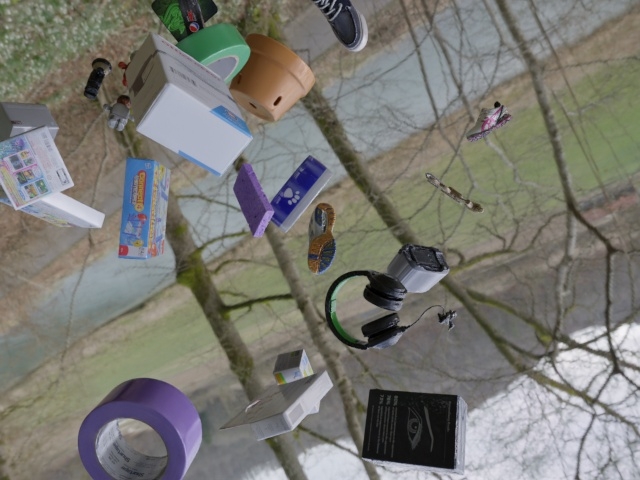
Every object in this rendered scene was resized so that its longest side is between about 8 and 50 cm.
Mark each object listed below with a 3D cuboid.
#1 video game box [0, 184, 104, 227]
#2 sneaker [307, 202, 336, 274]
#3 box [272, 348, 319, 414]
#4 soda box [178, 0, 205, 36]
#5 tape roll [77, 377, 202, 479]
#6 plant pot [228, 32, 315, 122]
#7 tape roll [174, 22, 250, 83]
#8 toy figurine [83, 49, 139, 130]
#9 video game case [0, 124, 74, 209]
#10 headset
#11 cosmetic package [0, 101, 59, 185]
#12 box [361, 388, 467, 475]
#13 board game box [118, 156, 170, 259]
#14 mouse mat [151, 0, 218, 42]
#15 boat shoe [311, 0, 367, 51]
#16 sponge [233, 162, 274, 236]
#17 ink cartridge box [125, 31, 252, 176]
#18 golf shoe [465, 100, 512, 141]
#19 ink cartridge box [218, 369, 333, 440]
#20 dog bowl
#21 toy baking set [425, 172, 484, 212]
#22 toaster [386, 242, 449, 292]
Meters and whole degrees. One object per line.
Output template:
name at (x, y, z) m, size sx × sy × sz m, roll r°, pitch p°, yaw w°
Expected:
video game box at (-0.716, -0.090, 1.483) m, size 0.186 × 0.048 × 0.205 m, roll 0°, pitch 160°, yaw 29°
sneaker at (0.000, 0.000, 2.281) m, size 0.111 × 0.297 × 0.131 m, roll 13°, pitch 164°, yaw -14°
box at (-0.080, 0.510, 1.988) m, size 0.103 × 0.203 × 0.114 m, roll -15°, pitch -160°, yaw 12°
soda box at (-0.396, -0.687, 1.741) m, size 0.060 × 0.169 × 0.053 m, roll -15°, pitch -177°, yaw 0°
tape roll at (-0.303, 0.336, 0.945) m, size 0.188 × 0.189 × 0.080 m, roll -25°, pitch -170°, yaw 13°
plant pot at (-0.195, -0.564, 2.003) m, size 0.204 × 0.290 × 0.291 m, roll -59°, pitch 178°, yaw -6°
tape roll at (-0.348, -0.477, 1.575) m, size 0.321 × 0.077 × 0.321 m, roll -35°, pitch -177°, yaw 2°
toy figurine at (-0.588, -0.459, 1.708) m, size 0.212 × 0.148 × 0.210 m, roll -9°, pitch 142°, yaw 14°
video game case at (-0.672, -0.168, 1.292) m, size 0.143 × 0.157 × 0.019 m, roll -30°, pitch -143°, yaw -26°
headset at (0.209, 0.215, 1.720) m, size 0.393 × 0.244 × 0.185 m, roll 3°, pitch -177°, yaw 29°
cosmetic package at (-0.829, -0.259, 1.533) m, size 0.127 × 0.107 × 0.238 m, roll -10°, pitch 146°, yaw -52°
box at (0.208, 0.417, 1.219) m, size 0.206 × 0.153 × 0.108 m, roll -1°, pitch 152°, yaw 24°
board game box at (-0.569, -0.100, 1.824) m, size 0.086 × 0.309 × 0.302 m, roll 5°, pitch -178°, yaw -7°
mouse mat at (-0.449, -0.768, 1.843) m, size 0.189 × 0.153 × 0.007 m, roll -30°, pitch -160°, yaw 23°
boat shoe at (0.032, -0.804, 1.919) m, size 0.158 × 0.341 × 0.127 m, roll -7°, pitch 156°, yaw -47°
sponge at (-0.210, -0.125, 1.713) m, size 0.031 × 0.210 × 0.117 m, roll -4°, pitch 141°, yaw -33°
ink cartridge box at (-0.310, -0.316, 1.280) m, size 0.223 × 0.308 × 0.129 m, roll 28°, pitch 113°, yaw -38°
golf shoe at (0.538, -0.388, 1.830) m, size 0.186 × 0.086 × 0.067 m, roll -32°, pitch 176°, yaw -20°
ink cartridge box at (-0.133, 0.527, 1.764) m, size 0.261 × 0.066 × 0.296 m, roll -25°, pitch 180°, yaw 28°
dog bowl at (-0.076, -0.158, 1.896) m, size 0.265 × 0.104 × 0.265 m, roll -50°, pitch -176°, yaw 5°
toy baking set at (0.421, -0.156, 1.778) m, size 0.030 × 0.196 × 0.256 m, roll -54°, pitch -177°, yaw 8°
toaster at (0.340, 0.103, 2.015) m, size 0.226 × 0.129 × 0.146 m, roll 7°, pitch 134°, yaw -31°
